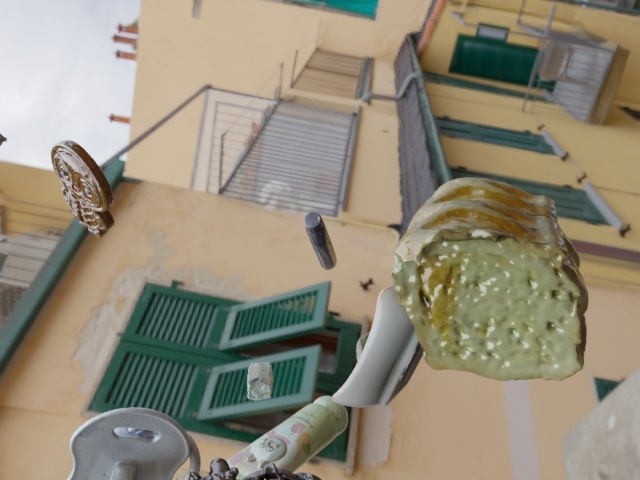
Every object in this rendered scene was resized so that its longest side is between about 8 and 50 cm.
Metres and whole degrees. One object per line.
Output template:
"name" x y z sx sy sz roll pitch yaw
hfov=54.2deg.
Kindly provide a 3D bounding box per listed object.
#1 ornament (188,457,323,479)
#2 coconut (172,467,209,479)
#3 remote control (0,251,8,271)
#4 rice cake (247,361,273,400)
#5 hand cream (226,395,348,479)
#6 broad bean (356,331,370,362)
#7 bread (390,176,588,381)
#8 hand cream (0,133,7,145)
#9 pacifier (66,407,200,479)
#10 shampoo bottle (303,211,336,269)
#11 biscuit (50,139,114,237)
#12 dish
"ornament" -0.083 0.459 1.029 0.106 0.251 0.260 -32 -77 -77
"coconut" -0.384 0.787 1.664 0.346 0.360 0.346 -30 52 46
"remote control" -0.855 0.101 1.585 0.065 0.029 0.166 34 -106 -53
"rice cake" -0.160 0.373 1.671 0.206 0.069 0.063 -159 66 -84
"hand cream" -0.061 0.430 1.320 0.306 0.147 0.093 -24 -64 -47
"broad bean" 0.113 0.274 1.410 0.213 0.070 0.048 -77 -19 -61
"bread" 0.205 0.040 0.743 0.238 0.196 0.252 63 -160 -16
"hand cream" -0.908 -0.262 1.629 0.037 0.165 0.057 104 155 -47
"pacifier" -0.324 0.432 1.061 0.287 0.239 0.225 -65 20 20
"shampoo bottle" 0.000 0.000 1.565 0.233 0.049 0.087 68 -176 -64
"biscuit" -0.357 -0.073 0.941 0.026 0.124 0.175 -41 -25 -35
"dish" 0.114 0.158 0.941 0.151 0.077 0.212 -20 -44 -58
